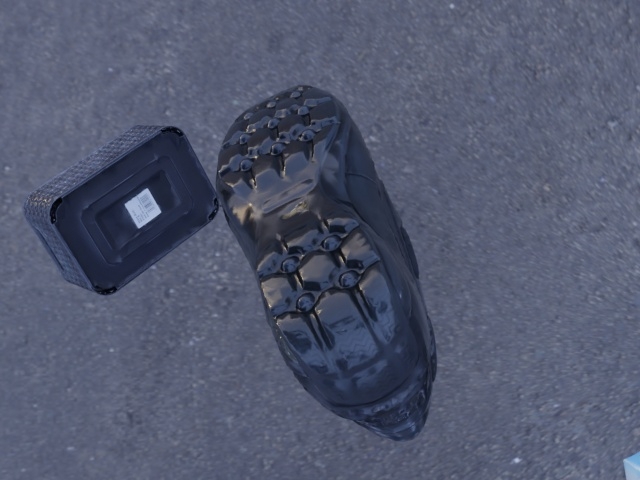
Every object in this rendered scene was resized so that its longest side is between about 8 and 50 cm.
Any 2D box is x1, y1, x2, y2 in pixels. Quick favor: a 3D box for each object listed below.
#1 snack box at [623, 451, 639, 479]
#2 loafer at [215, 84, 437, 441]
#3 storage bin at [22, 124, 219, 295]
[{"bbox_3d":[0.415,0.215,0.785,0.321,0.060,0.187,-19,105,-18],"label":"snack box"},{"bbox_3d":[0.000,0.000,0.430,0.076,0.078,0.223,-25,37,5],"label":"loafer"},{"bbox_3d":[-0.218,-0.037,1.022,0.084,0.180,0.122,11,134,53],"label":"storage bin"}]
